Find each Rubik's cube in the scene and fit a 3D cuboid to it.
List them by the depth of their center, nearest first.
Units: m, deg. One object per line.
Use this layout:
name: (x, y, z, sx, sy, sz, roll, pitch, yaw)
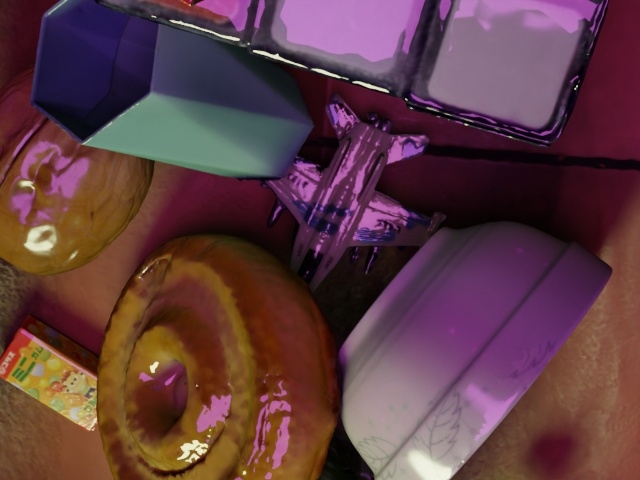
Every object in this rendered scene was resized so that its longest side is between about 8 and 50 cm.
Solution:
Rubik's cube: (0.065, -0.320, 0.925, 0.359, 0.363, 0.362, 13, 115, 1)

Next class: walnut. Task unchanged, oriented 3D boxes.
walnut: (-0.240, -0.067, 1.150, 0.167, 0.167, 0.207, 30, 108, -6)

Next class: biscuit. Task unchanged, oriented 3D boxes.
biscuit: (-0.112, 0.138, 1.161, 0.102, 0.296, 0.296, 6, 119, -45)

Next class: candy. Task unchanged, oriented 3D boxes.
candy: (-0.268, 0.137, 1.291, 0.122, 0.038, 0.062, 33, 110, -7)

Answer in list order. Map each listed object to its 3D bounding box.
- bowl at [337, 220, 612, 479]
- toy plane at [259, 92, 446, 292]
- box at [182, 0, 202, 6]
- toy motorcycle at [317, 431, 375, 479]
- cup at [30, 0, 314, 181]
bowl: (0.117, 0.092, 1.125, 0.144, 0.287, 0.287, 39, 110, 9)
toy plane: (0.001, -0.003, 1.190, 0.192, 0.088, 0.262, 26, 108, -1)
box: (-0.082, -0.246, 0.761, 0.112, 0.048, 0.175, 29, 111, 1)
toy motorcycle: (-0.005, 0.265, 1.232, 0.275, 0.205, 0.127, 38, 110, -15)
cup: (-0.112, -0.121, 1.068, 0.134, 0.236, 0.148, 4, 79, 36)
